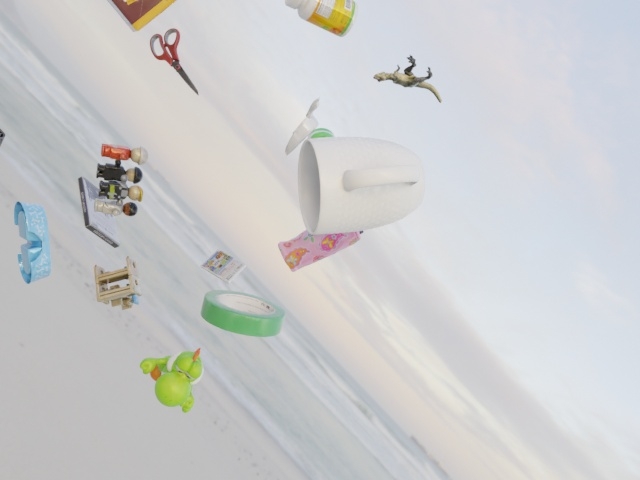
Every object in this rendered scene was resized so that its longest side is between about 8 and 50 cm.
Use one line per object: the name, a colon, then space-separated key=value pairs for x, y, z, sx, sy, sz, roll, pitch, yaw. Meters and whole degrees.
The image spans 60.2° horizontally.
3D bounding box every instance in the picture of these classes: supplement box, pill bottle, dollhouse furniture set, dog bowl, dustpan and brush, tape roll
supplement box: x=-0.476 y=-0.682 z=1.434 sx=0.194 sy=0.191 sz=0.129 roll=52 pitch=-6 yaw=-29
pill bottle: x=0.001 y=-0.848 z=1.997 sx=0.245 sy=0.137 sz=0.136 roll=15 pitch=8 yaw=-27
dollhouse furniture set: x=-0.675 y=0.150 z=1.911 sx=0.184 sy=0.129 sz=0.129 roll=65 pitch=12 yaw=-73
dog bowl: x=-1.030 y=0.005 z=1.978 sx=0.165 sy=0.074 sz=0.298 roll=13 pitch=-72 yaw=46
dustpan and brush: x=-0.042 y=-0.374 z=1.750 sx=0.060 sy=0.147 sz=0.211 roll=45 pitch=-40 yaw=-7
tape roll: x=-0.299 y=0.279 z=2.138 sx=0.321 sy=0.077 sz=0.321 roll=15 pitch=8 yaw=-2

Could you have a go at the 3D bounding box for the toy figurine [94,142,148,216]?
toy figurine: x=-0.636 y=-0.189 z=1.769 sx=0.213 sy=0.148 sz=0.210 roll=-42 pitch=-131 yaw=53

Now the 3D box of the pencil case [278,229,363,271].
pencil case: x=0.000 y=0.000 z=1.884 sx=0.124 sy=0.284 sz=0.124 roll=60 pitch=10 yaw=-18

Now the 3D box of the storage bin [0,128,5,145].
storage bin: x=-1.081 y=-0.340 z=1.687 sx=0.180 sy=0.084 sz=0.122 roll=45 pitch=27 yaw=1

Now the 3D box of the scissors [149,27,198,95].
scissors: x=-0.459 y=-0.546 z=1.727 sx=0.021 sy=0.108 sz=0.297 roll=48 pitch=19 yaw=-68

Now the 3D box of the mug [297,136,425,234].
mug: x=0.134 y=-0.165 z=1.561 sx=0.374 sy=0.327 sz=0.277 roll=178 pitch=-93 yaw=-76

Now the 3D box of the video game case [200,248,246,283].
video game case: x=-0.313 y=0.082 z=1.776 sx=0.122 sy=0.087 sz=0.011 roll=27 pitch=-34 yaw=23

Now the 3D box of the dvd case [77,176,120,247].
dvd case: x=-0.837 y=-0.106 z=2.085 sx=0.239 sy=0.029 sz=0.179 roll=68 pitch=6 yaw=31

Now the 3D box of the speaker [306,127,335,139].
speaker: x=0.007 y=-0.295 z=2.134 sx=0.131 sy=0.131 sz=0.297 roll=54 pitch=27 yaw=-49

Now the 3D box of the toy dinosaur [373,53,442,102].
toy dinosaur: x=0.320 y=-0.559 z=1.890 sx=0.268 sy=0.064 sz=0.118 roll=15 pitch=-31 yaw=-11

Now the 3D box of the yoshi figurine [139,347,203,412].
yoshi figurine: x=-0.486 y=0.464 z=1.812 sx=0.362 sy=0.203 sz=0.203 roll=141 pitch=-52 yaw=-61
